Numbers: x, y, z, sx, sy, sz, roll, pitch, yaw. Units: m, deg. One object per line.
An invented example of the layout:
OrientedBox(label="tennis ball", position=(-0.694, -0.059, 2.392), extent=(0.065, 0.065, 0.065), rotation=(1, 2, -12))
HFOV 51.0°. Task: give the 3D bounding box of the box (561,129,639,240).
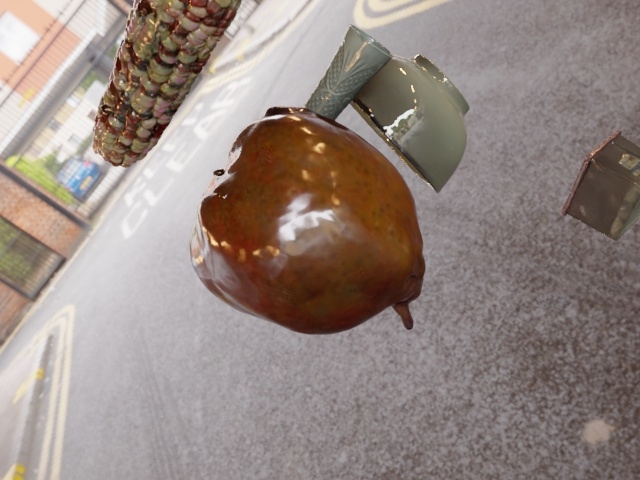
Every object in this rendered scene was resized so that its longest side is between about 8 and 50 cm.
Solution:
OrientedBox(label="box", position=(0.284, -0.050, 0.648), extent=(0.060, 0.063, 0.084), rotation=(-38, -28, -27))

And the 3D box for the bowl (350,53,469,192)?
OrientedBox(label="bowl", position=(0.210, -0.294, 1.518), extent=(0.185, 0.354, 0.354), rotation=(-44, 21, 8))

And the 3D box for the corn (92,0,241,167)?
OrientedBox(label="corn", position=(-0.165, -0.182, 0.696), extent=(0.280, 0.092, 0.092), rotation=(-50, 17, 41))

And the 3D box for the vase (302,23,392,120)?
OrientedBox(label="vase", position=(0.027, -0.272, 1.218), extent=(0.219, 0.096, 0.096), rotation=(-52, 19, 21))

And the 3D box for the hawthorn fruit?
OrientedBox(label="hawthorn fruit", position=(-0.017, -0.014, 0.926), extent=(0.325, 0.308, 0.308), rotation=(28, 76, 25))
